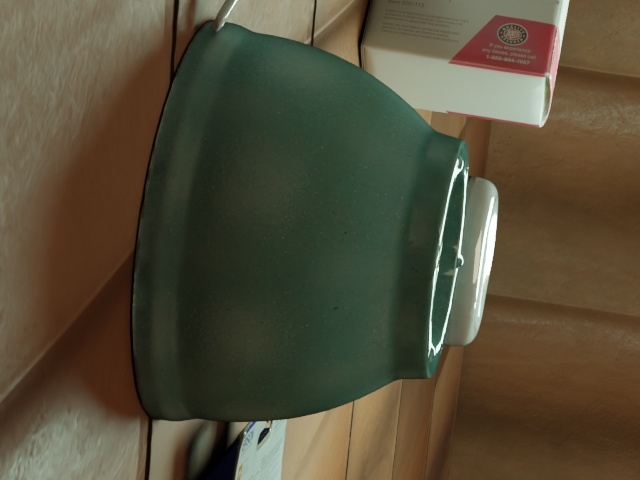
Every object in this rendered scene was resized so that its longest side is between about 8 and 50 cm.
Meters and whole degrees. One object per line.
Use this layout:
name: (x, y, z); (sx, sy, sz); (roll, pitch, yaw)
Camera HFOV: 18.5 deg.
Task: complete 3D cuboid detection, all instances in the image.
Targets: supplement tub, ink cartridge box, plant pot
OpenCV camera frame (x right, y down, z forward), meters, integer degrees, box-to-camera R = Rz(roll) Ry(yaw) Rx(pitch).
supplement tub: (0.042, 0.005, 1.656); (0.144, 0.200, 0.144); (9, 90, -81)
ink cartridge box: (0.173, -0.285, 2.166); (0.117, 0.207, 0.283); (83, 18, -63)
plant pot: (0.000, 0.000, 1.412); (0.293, 0.196, 0.293); (9, 90, -81)
ink cartridge box: (-0.073, 0.238, 1.653); (0.223, 0.045, 0.224); (-39, 136, -77)

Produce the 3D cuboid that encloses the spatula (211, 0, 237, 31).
spatula: (-0.008, -0.258, 1.371); (0.242, 0.019, 0.168); (-64, -175, -33)
